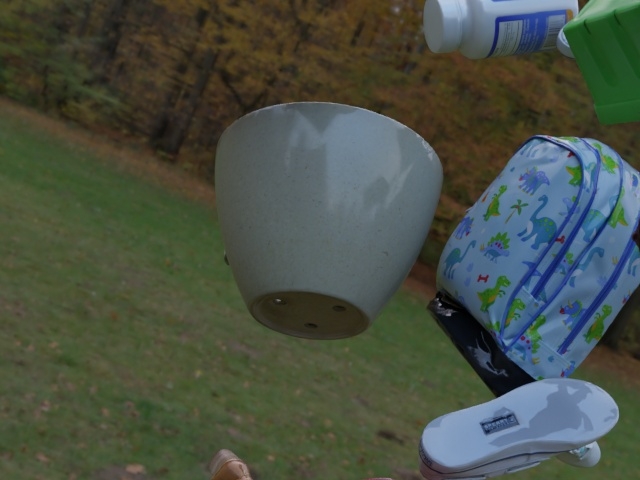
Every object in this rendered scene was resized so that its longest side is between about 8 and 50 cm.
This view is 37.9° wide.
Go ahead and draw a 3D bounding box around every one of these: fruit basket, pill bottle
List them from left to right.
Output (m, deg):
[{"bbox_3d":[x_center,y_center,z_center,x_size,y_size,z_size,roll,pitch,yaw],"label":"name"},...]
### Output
[{"bbox_3d":[0.345,-0.433,1.810,0.272,0.152,0.152,-8,10,-12],"label":"pill bottle"},{"bbox_3d":[0.587,-0.256,1.324,0.392,0.283,0.392,43,-7,7],"label":"fruit basket"}]

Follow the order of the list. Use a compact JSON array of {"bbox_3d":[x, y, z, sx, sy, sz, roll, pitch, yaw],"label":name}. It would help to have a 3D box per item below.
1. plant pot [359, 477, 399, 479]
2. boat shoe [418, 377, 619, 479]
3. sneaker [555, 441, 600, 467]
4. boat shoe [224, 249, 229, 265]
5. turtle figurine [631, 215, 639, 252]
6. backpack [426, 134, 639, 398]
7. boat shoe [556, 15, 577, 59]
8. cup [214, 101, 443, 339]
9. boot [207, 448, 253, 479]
[{"bbox_3d":[0.072,0.414,1.133,0.272,0.272,0.265,24,-24,13],"label":"plant pot"},{"bbox_3d":[0.241,0.240,1.161,0.258,0.095,0.084,-8,-36,-10],"label":"boat shoe"},{"bbox_3d":[0.475,0.382,1.761,0.212,0.080,0.094,41,-2,-29],"label":"sneaker"},{"bbox_3d":[-0.107,0.000,1.674,0.118,0.103,0.320,0,-12,1],"label":"boat shoe"},{"bbox_3d":[0.417,-0.014,1.064,0.175,0.118,0.234,64,23,-10],"label":"turtle figurine"},{"bbox_3d":[0.316,0.027,1.313,0.273,0.355,0.290,50,3,-20],"label":"backpack"},{"bbox_3d":[0.585,-0.383,1.767,0.094,0.302,0.109,92,-20,-55],"label":"boat shoe"},{"bbox_3d":[0.000,0.000,1.302,0.331,0.237,0.331,5,-27,3],"label":"cup"},{"bbox_3d":[-0.177,0.471,1.600,0.073,0.197,0.152,19,7,-29],"label":"boot"}]
